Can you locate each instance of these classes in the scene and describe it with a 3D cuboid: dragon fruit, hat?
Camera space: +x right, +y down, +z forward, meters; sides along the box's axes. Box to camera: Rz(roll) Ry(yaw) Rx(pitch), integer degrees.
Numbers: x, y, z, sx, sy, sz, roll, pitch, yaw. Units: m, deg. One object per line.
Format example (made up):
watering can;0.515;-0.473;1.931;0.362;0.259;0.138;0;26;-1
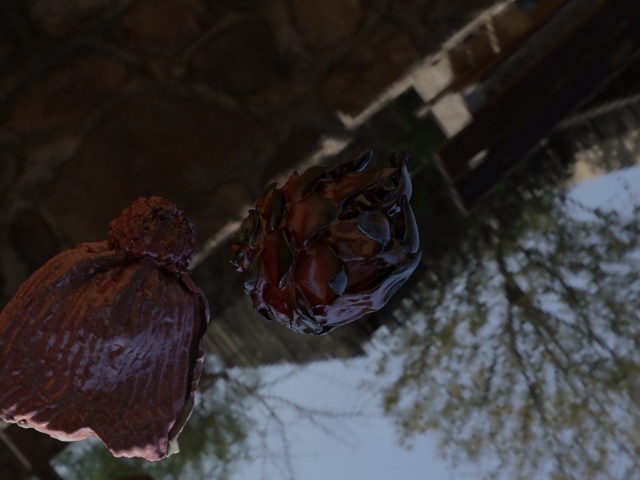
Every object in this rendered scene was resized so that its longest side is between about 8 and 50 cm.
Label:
dragon fruit;0.004;0.001;0.868;0.142;0.130;0.121;-7;171;40
hat;-0.217;0.083;1.329;0.286;0.236;0.107;-67;-158;8
